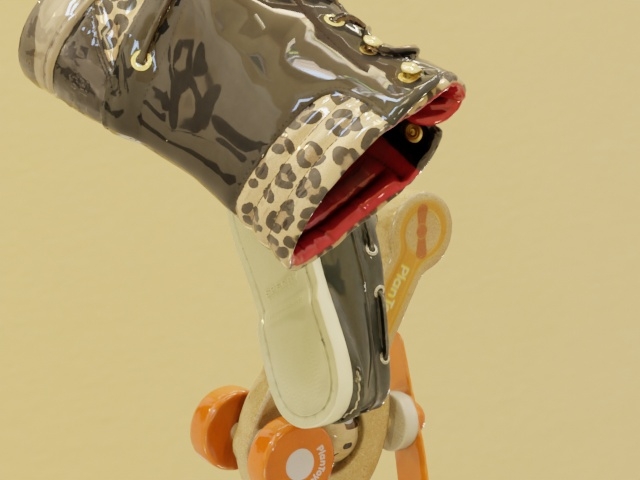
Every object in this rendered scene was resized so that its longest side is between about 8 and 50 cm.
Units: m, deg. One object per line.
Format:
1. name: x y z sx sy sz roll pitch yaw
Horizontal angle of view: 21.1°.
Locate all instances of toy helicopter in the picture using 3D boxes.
1. toy helicopter: 0.047 0.120 1.704 0.140 0.235 0.355 18 81 54

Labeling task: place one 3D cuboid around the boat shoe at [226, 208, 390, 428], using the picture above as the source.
1. boat shoe: 0.003 -0.001 1.555 0.127 0.113 0.340 -28 68 41

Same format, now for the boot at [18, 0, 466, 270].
1. boot: -0.006 -0.182 1.278 0.284 0.377 0.138 41 168 21
